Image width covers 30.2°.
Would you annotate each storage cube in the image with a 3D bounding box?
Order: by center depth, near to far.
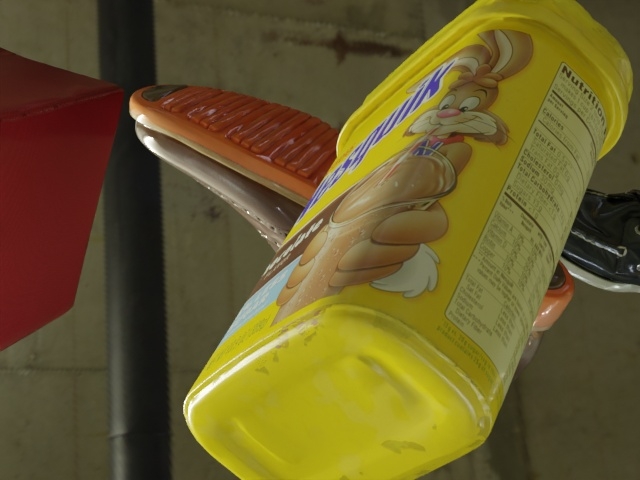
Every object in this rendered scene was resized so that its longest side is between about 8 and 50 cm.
[{"bbox_3d":[-0.271,-0.040,0.823,0.183,0.193,0.215,20,-74,10],"label":"storage cube"}]

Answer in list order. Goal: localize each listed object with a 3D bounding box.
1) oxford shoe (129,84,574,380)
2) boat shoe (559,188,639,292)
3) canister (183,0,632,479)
[{"bbox_3d":[0.000,0.000,0.896,0.363,0.133,0.130,31,-152,12],"label":"oxford shoe"},{"bbox_3d":[0.344,-0.004,1.197,0.340,0.113,0.127,25,-145,-12],"label":"boat shoe"},{"bbox_3d":[0.033,0.001,0.414,0.073,0.126,0.170,41,-132,-12],"label":"canister"}]
